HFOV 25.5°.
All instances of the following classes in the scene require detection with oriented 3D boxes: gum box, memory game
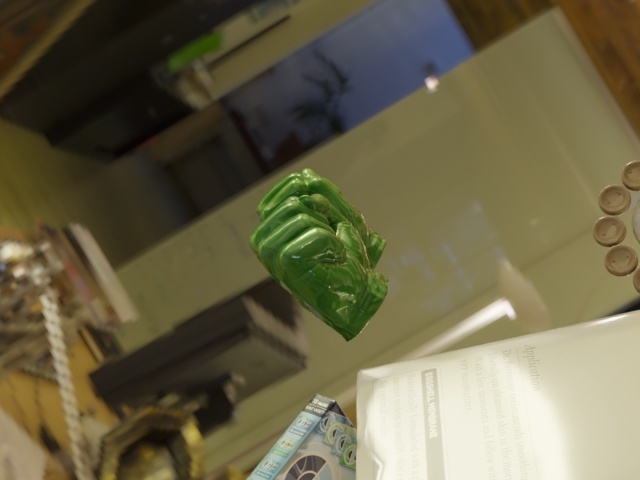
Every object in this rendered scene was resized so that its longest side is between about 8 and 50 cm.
[{"bbox_3d":[-0.013,0.298,1.627,0.041,0.184,0.157,11,-37,47],"label":"gum box"},{"bbox_3d":[0.387,-0.020,1.533,0.186,0.186,0.012,61,3,32],"label":"memory game"}]

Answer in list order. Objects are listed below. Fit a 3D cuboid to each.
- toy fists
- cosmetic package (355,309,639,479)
[{"bbox_3d":[0.000,0.000,1.512,0.142,0.096,0.279,37,15,-9],"label":"toy fists"},{"bbox_3d":[0.150,0.158,0.630,0.138,0.224,0.224,-86,161,-60],"label":"cosmetic package"}]
